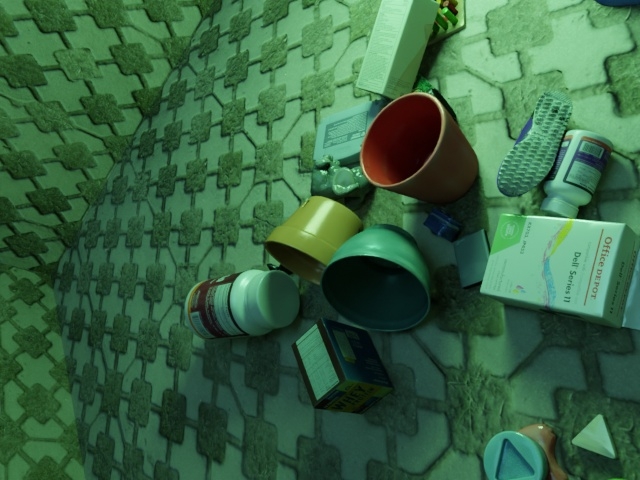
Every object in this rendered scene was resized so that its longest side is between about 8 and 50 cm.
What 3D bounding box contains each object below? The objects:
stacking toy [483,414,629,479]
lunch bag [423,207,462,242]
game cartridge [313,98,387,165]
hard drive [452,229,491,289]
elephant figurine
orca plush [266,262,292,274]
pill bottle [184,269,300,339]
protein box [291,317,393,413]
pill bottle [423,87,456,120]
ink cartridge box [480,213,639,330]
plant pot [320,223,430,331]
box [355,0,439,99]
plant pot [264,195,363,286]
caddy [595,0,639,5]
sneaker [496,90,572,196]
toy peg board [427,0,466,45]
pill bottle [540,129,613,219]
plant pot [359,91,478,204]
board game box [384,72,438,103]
[{"bbox_3d":[0.475,0.501,1.092,0.279,0.130,0.309,-38,49,29],"label":"stacking toy"},{"bbox_3d":[0.335,-0.048,1.524,0.065,0.067,0.098,-58,41,10],"label":"lunch bag"},{"bbox_3d":[0.099,-0.360,1.918,0.294,0.060,0.196,-7,64,45],"label":"game cartridge"},{"bbox_3d":[0.401,0.049,1.448,0.094,0.022,0.135,-27,55,36],"label":"hard drive"},{"bbox_3d":[0.092,-0.184,1.786,0.239,0.169,0.186,21,118,33],"label":"elephant figurine"},{"bbox_3d":[-0.093,0.029,1.907,0.287,0.102,0.151,-29,54,35],"label":"orca plush"},{"bbox_3d":[-0.272,0.222,1.918,0.392,0.224,0.224,-14,63,41],"label":"pill bottle"},{"bbox_3d":[0.059,0.349,1.536,0.136,0.200,0.201,-45,46,23],"label":"protein box"},{"bbox_3d":[0.285,-0.339,1.664,0.219,0.123,0.123,-40,48,27],"label":"pill bottle"},{"bbox_3d":[0.552,0.063,1.212,0.353,0.119,0.207,9,79,48],"label":"ink cartridge box"},{"bbox_3d":[0.167,0.080,1.516,0.293,0.293,0.196,-23,30,38],"label":"plant pot"},{"bbox_3d":[0.238,-0.606,1.739,0.148,0.121,0.311,35,112,47],"label":"box"},{"bbox_3d":[0.000,0.000,1.716,0.291,0.291,0.203,9,63,47],"label":"plant pot"},{"bbox_3d":[0.752,-0.699,1.297,0.341,0.179,0.241,20,87,49],"label":"caddy"},{"bbox_3d":[0.515,-0.209,1.353,0.102,0.146,0.293,30,75,14],"label":"sneaker"},{"bbox_3d":[0.373,-0.731,1.778,0.161,0.079,0.161,-14,63,41],"label":"toy peg board"},{"bbox_3d":[0.583,-0.146,1.281,0.108,0.108,0.193,24,91,48],"label":"pill bottle"},{"bbox_3d":[0.286,-0.228,1.523,0.275,0.243,0.275,-20,60,39],"label":"plant pot"},{"bbox_3d":[0.269,-0.504,1.824,0.136,0.030,0.260,-47,45,18],"label":"board game box"}]
